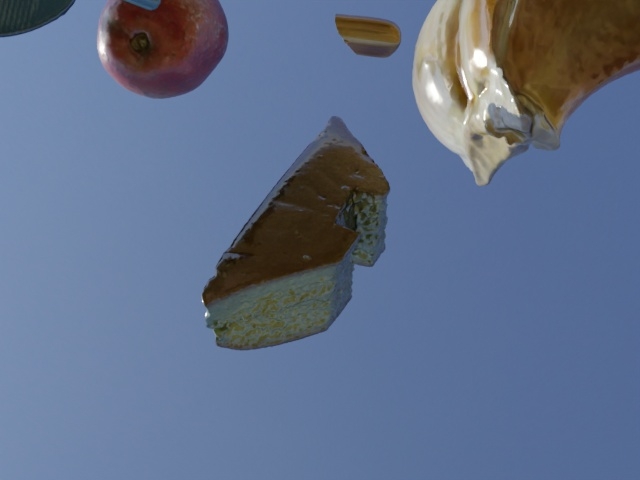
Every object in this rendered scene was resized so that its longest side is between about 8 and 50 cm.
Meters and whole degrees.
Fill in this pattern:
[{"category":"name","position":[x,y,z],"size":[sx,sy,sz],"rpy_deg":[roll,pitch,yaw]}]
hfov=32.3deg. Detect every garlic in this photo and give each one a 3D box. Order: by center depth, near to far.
[{"category":"garlic","position":[0.226,-0.192,0.975],"size":[0.313,0.286,0.249],"rpy_deg":[-39,-116,-16]}]

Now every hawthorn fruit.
[{"category":"hawthorn fruit","position":[-0.213,-0.271,1.456],"size":[0.172,0.173,0.173],"rpy_deg":[0,-107,1]}]

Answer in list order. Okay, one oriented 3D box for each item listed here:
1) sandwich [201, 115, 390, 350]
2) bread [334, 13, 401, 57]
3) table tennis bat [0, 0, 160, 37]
[{"category":"sandwich","position":[0.000,0.000,0.883],"size":[0.088,0.090,0.244],"rpy_deg":[17,-131,19]},{"category":"bread","position":[0.058,-0.286,1.536],"size":[0.103,0.062,0.049],"rpy_deg":[3,-107,-19]},{"category":"table tennis bat","position":[-0.317,-0.313,1.170],"size":[0.329,0.044,0.215],"rpy_deg":[12,-88,-35]}]
